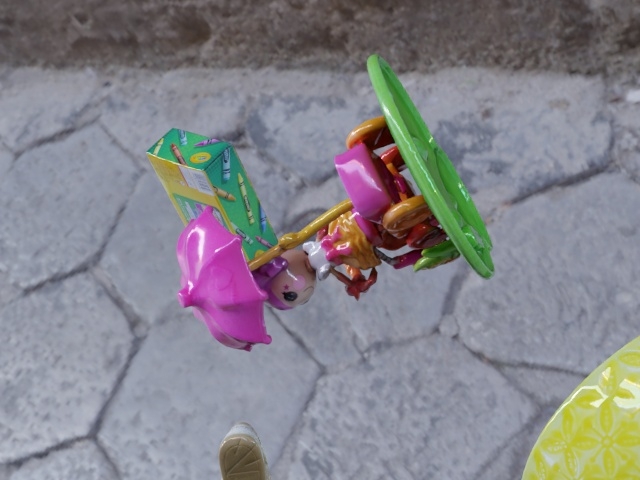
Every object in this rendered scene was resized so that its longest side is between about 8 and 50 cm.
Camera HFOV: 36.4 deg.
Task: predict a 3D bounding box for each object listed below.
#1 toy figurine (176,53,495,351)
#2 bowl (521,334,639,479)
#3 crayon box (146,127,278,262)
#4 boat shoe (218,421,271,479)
[{"bbox_3d":[0.000,0.000,0.539,0.159,0.173,0.130,-28,73,13],"label":"toy figurine"},{"bbox_3d":[0.334,0.215,0.842,0.289,0.289,0.156,-38,44,0],"label":"bowl"},{"bbox_3d":[-0.193,-0.065,1.808,0.165,0.278,0.081,19,55,40],"label":"crayon box"},{"bbox_3d":[-0.077,0.275,1.050,0.063,0.170,0.059,0,18,1],"label":"boat shoe"}]
